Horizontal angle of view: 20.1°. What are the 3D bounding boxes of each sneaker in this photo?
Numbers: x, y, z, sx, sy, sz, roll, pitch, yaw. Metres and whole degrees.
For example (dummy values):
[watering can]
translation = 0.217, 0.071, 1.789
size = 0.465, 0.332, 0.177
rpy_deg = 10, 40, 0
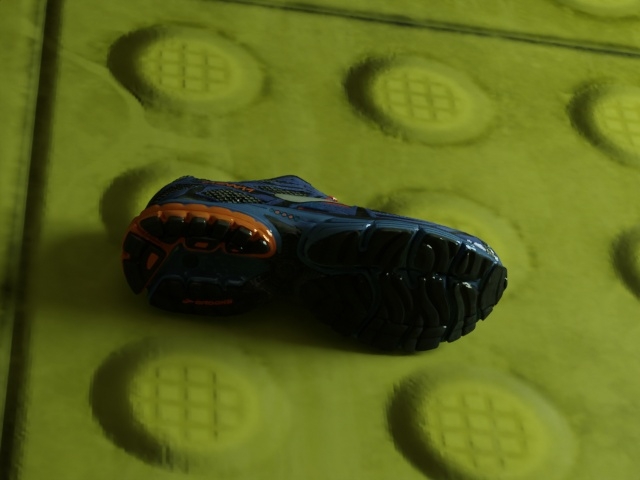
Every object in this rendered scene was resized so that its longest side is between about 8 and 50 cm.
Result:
[sneaker]
translation = 0.000, 0.000, 1.032
size = 0.221, 0.083, 0.087
rpy_deg = 12, 32, -6
